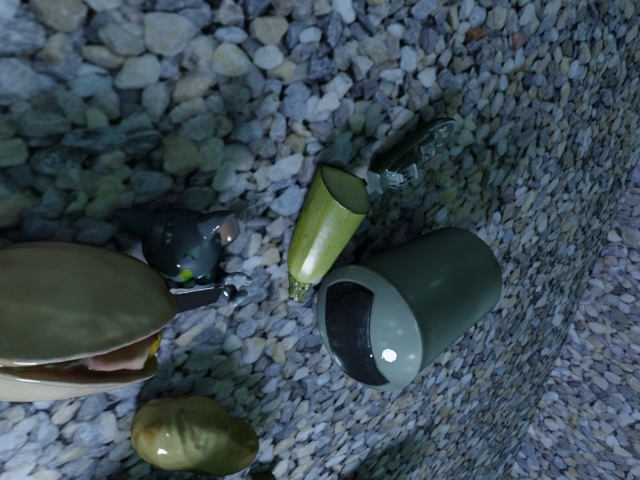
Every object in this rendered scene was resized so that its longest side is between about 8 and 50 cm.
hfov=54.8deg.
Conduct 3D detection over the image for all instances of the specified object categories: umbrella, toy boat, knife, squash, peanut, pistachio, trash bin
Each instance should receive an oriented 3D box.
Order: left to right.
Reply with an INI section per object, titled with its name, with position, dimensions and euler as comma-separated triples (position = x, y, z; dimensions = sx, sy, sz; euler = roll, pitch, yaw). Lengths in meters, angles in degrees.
[pistachio]
position = -0.350, 0.114, 0.822
dimensions = 0.308, 0.230, 0.230
euler = 11, 106, -40
[knife]
position = -0.252, 0.107, 0.970
dimensions = 0.230, 0.028, 0.060
euler = -17, 142, 12
[peanut]
position = -0.226, 0.381, 1.195
dimensions = 0.147, 0.147, 0.319
euler = -56, 138, -4
[squash]
position = -0.002, 0.002, 1.203
dimensions = 0.137, 0.137, 0.287
euler = 14, 106, -50
[umbrella]
position = 0.086, 0.038, 1.406
dimensions = 0.022, 0.013, 0.122
euler = 42, 83, -31
[trash bin]
position = 0.195, 0.142, 1.379
dimensions = 0.432, 0.280, 0.280
euler = -23, 129, -43
[toy boat]
position = 0.212, -0.190, 1.335
dimensions = 0.260, 0.085, 0.078
euler = -38, 136, -24

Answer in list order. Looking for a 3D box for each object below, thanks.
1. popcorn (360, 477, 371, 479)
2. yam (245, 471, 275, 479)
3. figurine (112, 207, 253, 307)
[popcorn]
position = 0.117, 0.847, 1.796
dimensions = 0.316, 0.281, 0.297
euler = 31, 50, -25
[yam]
position = -0.145, 0.579, 1.483
dimensions = 0.094, 0.043, 0.043
euler = 19, 100, -49
[figurine]
position = -0.189, 0.032, 1.002
dimensions = 0.265, 0.193, 0.140
euler = 35, 59, -70
